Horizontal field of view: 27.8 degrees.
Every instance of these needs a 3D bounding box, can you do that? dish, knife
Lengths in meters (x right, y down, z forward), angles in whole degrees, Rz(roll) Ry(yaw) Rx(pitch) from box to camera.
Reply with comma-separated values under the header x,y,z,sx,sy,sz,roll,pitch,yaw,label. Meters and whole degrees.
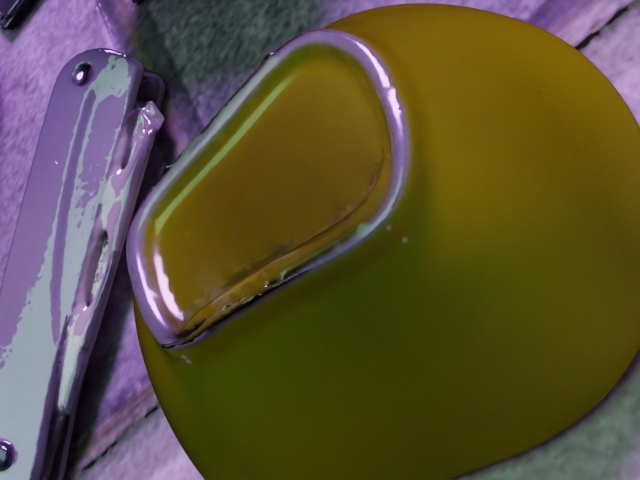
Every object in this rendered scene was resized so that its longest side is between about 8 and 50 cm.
x,y,z,sx,sy,sz,roll,pitch,yaw,label
0.000,0.000,0.548,0.262,0.108,0.221,-38,49,20,dish
-0.137,0.020,0.700,0.073,0.040,0.265,4,71,29,knife

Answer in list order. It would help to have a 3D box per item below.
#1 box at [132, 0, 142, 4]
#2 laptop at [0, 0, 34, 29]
x,y,z,sx,sy,sz,roll,pitch,yaw,label
-0.084,-0.192,0.711,0.156,0.111,0.060,-4,66,37,box
-0.214,-0.234,0.905,0.129,0.016,0.180,-51,47,9,laptop
